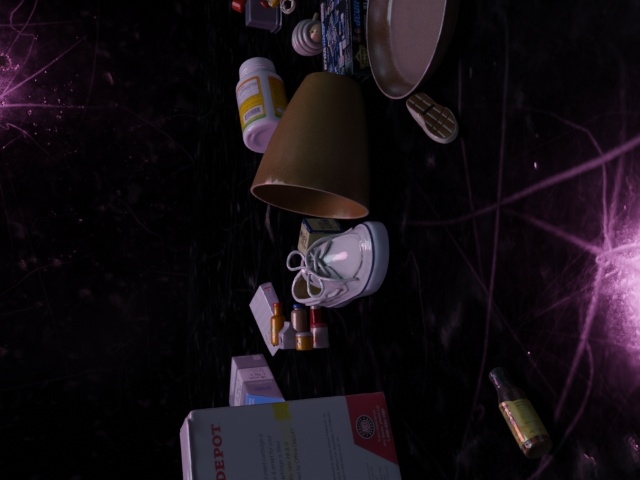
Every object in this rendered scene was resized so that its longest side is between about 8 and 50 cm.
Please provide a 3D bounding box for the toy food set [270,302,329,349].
[{"bbox_3d":[-0.047,0.199,1.768,0.232,0.111,0.104,165,103,-73],"label":"toy food set"}]

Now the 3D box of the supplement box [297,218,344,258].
[{"bbox_3d":[0.000,0.000,1.666,0.056,0.083,0.083,-122,38,-55],"label":"supplement box"}]

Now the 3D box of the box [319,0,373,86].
[{"bbox_3d":[0.052,-0.422,1.547,0.175,0.051,0.220,163,106,-70],"label":"box"}]

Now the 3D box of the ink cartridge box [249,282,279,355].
[{"bbox_3d":[-0.143,0.231,2.191,0.179,0.045,0.145,62,151,18],"label":"ink cartridge box"}]

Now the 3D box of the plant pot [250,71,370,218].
[{"bbox_3d":[0.001,-0.194,1.489,0.237,0.237,0.254,159,123,-70],"label":"plant pot"}]

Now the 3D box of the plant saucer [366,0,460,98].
[{"bbox_3d":[0.156,-0.394,1.252,0.311,0.050,0.310,178,90,-71],"label":"plant saucer"}]

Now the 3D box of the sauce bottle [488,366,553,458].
[{"bbox_3d":[0.260,0.224,0.985,0.128,0.042,0.042,-112,28,-48],"label":"sauce bottle"}]

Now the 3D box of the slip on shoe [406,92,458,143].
[{"bbox_3d":[0.183,-0.190,1.199,0.041,0.051,0.135,53,180,-42],"label":"slip on shoe"}]

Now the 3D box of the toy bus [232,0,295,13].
[{"bbox_3d":[-0.132,-0.680,1.990,0.104,0.191,0.202,2,-93,-66],"label":"toy bus"}]

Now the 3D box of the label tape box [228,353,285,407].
[{"bbox_3d":[-0.186,0.518,2.195,0.333,0.106,0.240,-132,44,-63],"label":"label tape box"}]

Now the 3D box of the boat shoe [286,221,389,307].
[{"bbox_3d":[0.012,0.056,1.520,0.367,0.157,0.135,137,129,-66],"label":"boat shoe"}]

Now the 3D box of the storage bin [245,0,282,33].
[{"bbox_3d":[-0.165,-0.661,2.113,0.098,0.091,0.135,-179,89,-71],"label":"storage bin"}]

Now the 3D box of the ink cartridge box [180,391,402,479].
[{"bbox_3d":[-0.057,0.449,1.385,0.160,0.385,0.279,123,142,-59],"label":"ink cartridge box"}]

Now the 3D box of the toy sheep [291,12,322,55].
[{"bbox_3d":[-0.024,-0.469,1.721,0.132,0.091,0.091,168,100,-65],"label":"toy sheep"}]

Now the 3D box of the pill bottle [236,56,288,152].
[{"bbox_3d":[-0.156,-0.372,2.025,0.136,0.137,0.245,118,147,-54],"label":"pill bottle"}]
